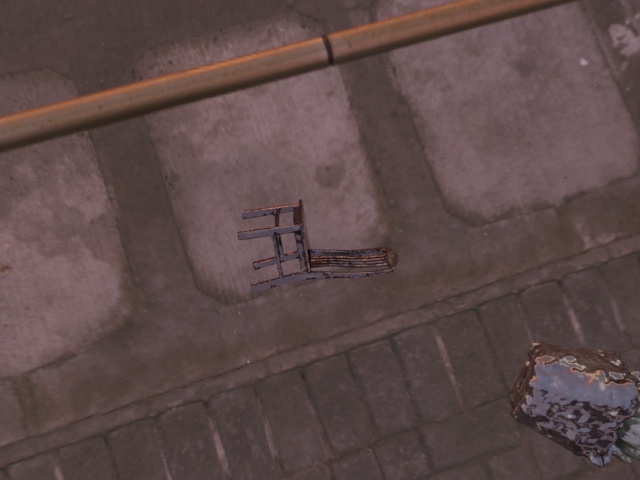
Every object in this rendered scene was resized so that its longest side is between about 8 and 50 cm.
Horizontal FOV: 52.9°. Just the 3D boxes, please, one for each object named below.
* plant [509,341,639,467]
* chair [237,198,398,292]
[{"bbox_3d":[0.363,0.216,0.860,0.195,0.129,0.132,17,113,7],"label":"plant"},{"bbox_3d":[0.000,0.000,0.905,0.213,0.084,0.101,-9,118,1],"label":"chair"}]
